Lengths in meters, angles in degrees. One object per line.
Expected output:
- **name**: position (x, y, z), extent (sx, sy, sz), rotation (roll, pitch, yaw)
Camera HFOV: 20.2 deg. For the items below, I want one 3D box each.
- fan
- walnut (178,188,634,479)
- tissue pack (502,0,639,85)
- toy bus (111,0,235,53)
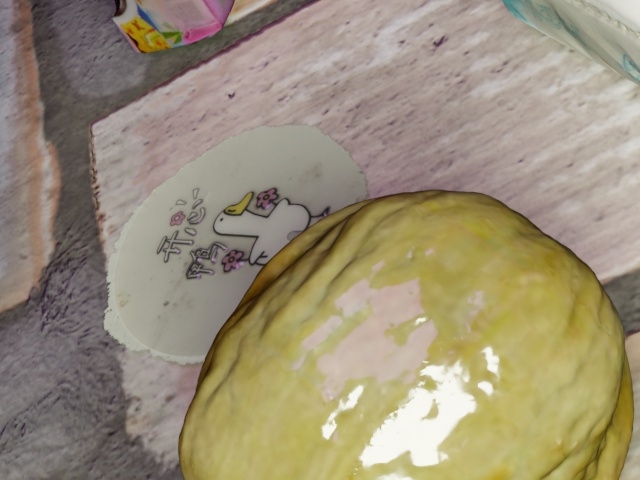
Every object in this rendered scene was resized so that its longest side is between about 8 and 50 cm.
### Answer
- **fan**: position (0.000, 0.000, 1.363), extent (0.415, 0.012, 0.233), rotation (2, 57, 35)
- **walnut**: position (0.057, 0.103, 1.095), extent (0.283, 0.227, 0.282), rotation (0, 77, 0)
- **tissue pack**: position (0.258, -0.209, 1.273), extent (0.201, 0.124, 0.271), rotation (-44, 39, -3)
- **toy bus**: position (-0.176, -0.282, 1.519), extent (0.112, 0.274, 0.090), rotation (-3, 52, 31)
